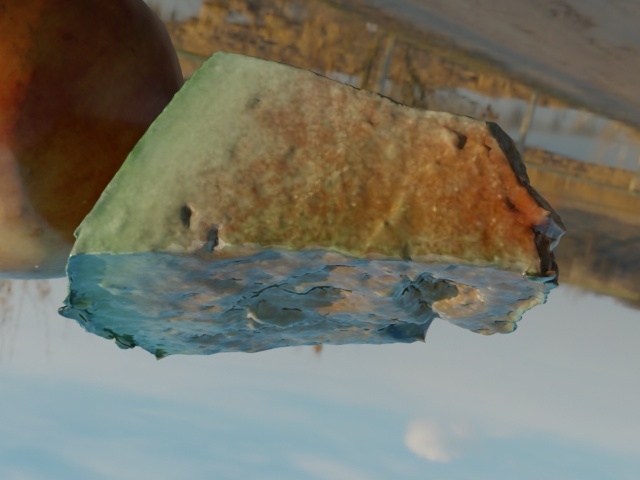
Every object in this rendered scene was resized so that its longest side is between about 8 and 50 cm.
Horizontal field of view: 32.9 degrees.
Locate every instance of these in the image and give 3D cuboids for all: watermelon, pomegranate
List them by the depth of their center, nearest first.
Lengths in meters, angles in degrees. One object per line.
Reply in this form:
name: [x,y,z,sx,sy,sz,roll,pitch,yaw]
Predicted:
watermelon: [-0.006,-0.014,0.716,0.301,0.151,0.264,-1,163,4]
pomegranate: [-0.232,-0.084,0.789,0.229,0.270,0.252,-4,131,41]
